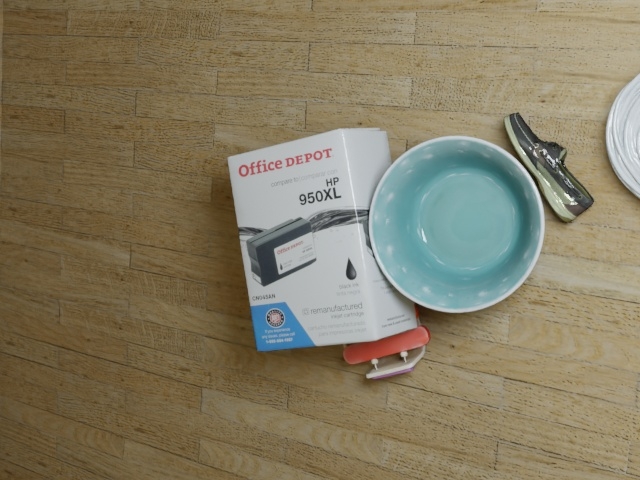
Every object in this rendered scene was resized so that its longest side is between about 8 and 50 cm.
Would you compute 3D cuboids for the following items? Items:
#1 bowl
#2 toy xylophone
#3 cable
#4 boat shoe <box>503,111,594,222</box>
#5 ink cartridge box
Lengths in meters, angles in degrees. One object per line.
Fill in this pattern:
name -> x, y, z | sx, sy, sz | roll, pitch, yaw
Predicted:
bowl -> 0.258, -0.033, 1.762 | 0.312, 0.163, 0.311 | 1, 95, 18
toy xylophone -> 0.095, 0.127, 1.963 | 0.236, 0.081, 0.322 | -29, 78, 33
cable -> 0.604, -0.172, 1.585 | 0.257, 0.089, 0.257 | 43, 116, 24
boat shoe -> 0.411, -0.142, 1.728 | 0.073, 0.080, 0.223 | -34, 81, 26
ink cartridge box -> 0.000, 0.000, 1.863 | 0.286, 0.166, 0.394 | -10, 88, 34
